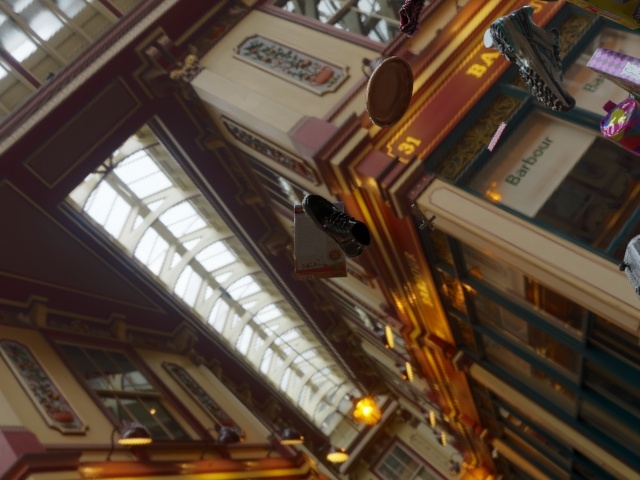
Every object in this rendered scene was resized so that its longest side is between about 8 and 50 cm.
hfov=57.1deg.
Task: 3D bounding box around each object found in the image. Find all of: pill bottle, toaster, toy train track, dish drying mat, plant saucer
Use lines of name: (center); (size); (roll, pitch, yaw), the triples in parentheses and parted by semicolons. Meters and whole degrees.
pill bottle: (0.660, -0.722, 2.107); (0.137, 0.078, 0.078); (-5, -55, -19)
toaster: (0.780, 0.054, 1.280); (0.226, 0.147, 0.129); (-15, -47, 4)
toy train track: (0.258, -0.057, 1.466); (0.048, 0.083, 0.014); (-42, 8, 7)
dish drying mat: (0.498, -0.292, 1.656); (0.008, 0.032, 0.083); (17, -63, -18)
plant saucer: (0.191, -0.422, 1.671); (0.200, 0.037, 0.200); (-25, -53, -38)

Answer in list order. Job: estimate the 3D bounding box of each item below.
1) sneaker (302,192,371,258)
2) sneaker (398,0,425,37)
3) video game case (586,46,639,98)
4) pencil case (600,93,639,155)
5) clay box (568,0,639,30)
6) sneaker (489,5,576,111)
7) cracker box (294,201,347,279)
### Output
sneaker: (0.050, -0.057, 1.580); (0.083, 0.222, 0.118); (-44, -2, -23)
sneaker: (0.210, -0.543, 1.382); (0.057, 0.047, 0.120); (2, -84, -37)
video game case: (0.554, -0.216, 0.904); (0.210, 0.232, 0.042); (22, -68, -19)
pencil case: (0.721, -0.221, 1.269); (0.236, 0.104, 0.104); (27, -82, -13)
clay box: (0.678, -0.571, 1.329); (0.053, 0.221, 0.128); (-104, 34, -79)
sneaker: (0.534, -0.439, 1.402); (0.122, 0.283, 0.110); (-36, -3, 8)
cracker box: (0.000, 0.000, 1.813); (0.067, 0.155, 0.232); (77, -169, -67)
